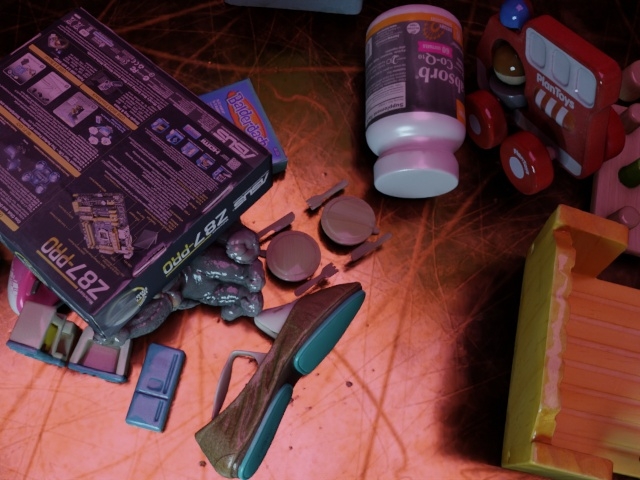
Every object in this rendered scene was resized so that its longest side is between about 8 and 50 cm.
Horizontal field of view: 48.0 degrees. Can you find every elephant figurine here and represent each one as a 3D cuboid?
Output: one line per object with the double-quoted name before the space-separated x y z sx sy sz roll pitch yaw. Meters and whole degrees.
"elephant figurine" -0.210 0.046 1.032 0.240 0.186 0.169 -6 91 -17

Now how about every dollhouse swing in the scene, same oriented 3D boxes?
"dollhouse swing" 0.443 0.179 1.031 0.305 0.315 0.346 10 73 7

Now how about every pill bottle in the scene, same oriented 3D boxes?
"pill bottle" 0.152 -0.220 1.157 0.162 0.162 0.278 2 74 -6

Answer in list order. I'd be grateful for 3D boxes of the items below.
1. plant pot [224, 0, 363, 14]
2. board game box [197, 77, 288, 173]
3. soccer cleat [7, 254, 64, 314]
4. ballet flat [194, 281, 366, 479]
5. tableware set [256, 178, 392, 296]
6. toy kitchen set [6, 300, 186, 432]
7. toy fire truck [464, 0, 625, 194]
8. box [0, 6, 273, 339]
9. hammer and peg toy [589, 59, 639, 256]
"plant pot" -0.034 -0.558 1.183 0.247 0.252 0.247 2 74 -6
"board game box" -0.180 -0.152 1.157 0.210 0.047 0.160 -22 78 -11
"soccer cleat" -0.397 -0.047 1.083 0.143 0.116 0.331 16 72 18
"ballet flat" -0.070 0.180 1.060 0.124 0.116 0.342 28 76 22
"tableware set" 0.000 0.000 1.141 0.194 0.039 0.128 -32 72 -17
"toy kitchen set" -0.307 0.178 0.987 0.207 0.166 0.122 15 73 -2
"toy fire truck" 0.341 -0.240 1.113 0.170 0.253 0.302 -24 50 -9
"box" -0.311 -0.110 0.977 0.395 0.097 0.318 38 66 16
"hammer and peg toy" 0.594 -0.134 1.203 0.266 0.127 0.361 14 73 -3
